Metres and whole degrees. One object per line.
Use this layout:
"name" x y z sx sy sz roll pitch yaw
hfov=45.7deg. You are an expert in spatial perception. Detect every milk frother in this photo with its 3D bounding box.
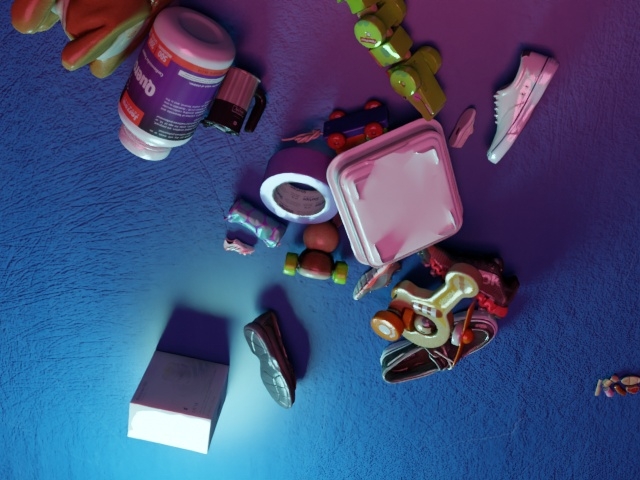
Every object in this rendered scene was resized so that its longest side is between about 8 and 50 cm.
"milk frother" -0.211 -0.314 1.727 0.143 0.129 0.135 20 86 28

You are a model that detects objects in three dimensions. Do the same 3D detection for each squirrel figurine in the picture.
"squirrel figurine" -0.488 -0.585 1.546 0.397 0.281 0.370 -40 98 11

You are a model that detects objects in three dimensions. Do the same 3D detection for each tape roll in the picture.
"tape roll" -0.042 -0.125 1.775 0.188 0.080 0.189 10 146 6

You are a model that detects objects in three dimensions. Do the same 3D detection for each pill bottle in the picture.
"pill bottle" -0.329 -0.334 1.668 0.181 0.181 0.323 30 124 -10

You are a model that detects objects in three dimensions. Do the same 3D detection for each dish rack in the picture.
"dish rack" 0.186 -0.089 1.732 0.285 0.072 0.333 -24 127 -2

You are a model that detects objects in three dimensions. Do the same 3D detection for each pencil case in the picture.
"pencil case" -0.159 -0.042 1.889 0.151 0.064 0.070 34 102 -11

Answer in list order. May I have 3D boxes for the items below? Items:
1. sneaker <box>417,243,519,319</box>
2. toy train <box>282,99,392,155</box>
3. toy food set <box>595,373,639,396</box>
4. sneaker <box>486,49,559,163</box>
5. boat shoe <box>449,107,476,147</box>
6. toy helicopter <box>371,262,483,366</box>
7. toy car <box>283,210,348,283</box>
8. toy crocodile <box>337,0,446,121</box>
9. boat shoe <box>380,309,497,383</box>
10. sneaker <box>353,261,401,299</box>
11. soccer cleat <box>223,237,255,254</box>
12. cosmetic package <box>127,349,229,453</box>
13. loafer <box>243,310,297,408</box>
"sneaker" 0.372 0.072 1.866 0.276 0.098 0.135 34 109 -6
"toy train" 0.053 -0.215 1.750 0.248 0.105 0.143 -13 132 17
"toy food set" 0.798 0.389 2.034 0.122 0.019 0.078 1 120 -2
"sneaker" 0.420 -0.294 1.663 0.091 0.094 0.258 31 116 11
"boat shoe" 0.330 -0.253 1.722 0.035 0.035 0.100 9 121 -29
"toy helicopter" 0.292 0.167 1.812 0.235 0.140 0.355 38 145 3
"toy car" 0.000 0.000 1.880 0.155 0.149 0.189 10 92 -2
"toy crocodile" 0.155 -0.404 1.613 0.105 0.115 0.340 -10 125 52
"boat shoe" 0.311 0.296 1.987 0.335 0.119 0.121 -29 112 22
"sneaker" 0.147 0.106 1.937 0.065 0.061 0.158 33 119 -19
"soccer cleat" -0.209 0.014 1.949 0.083 0.029 0.036 10 125 7
"cosmetic package" -0.389 0.442 2.106 0.224 0.224 0.138 11 121 1
"loafer" -0.115 0.329 2.083 0.109 0.095 0.303 12 131 42
